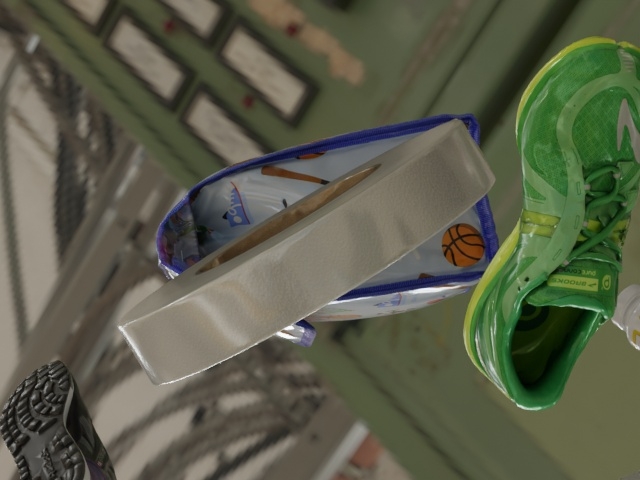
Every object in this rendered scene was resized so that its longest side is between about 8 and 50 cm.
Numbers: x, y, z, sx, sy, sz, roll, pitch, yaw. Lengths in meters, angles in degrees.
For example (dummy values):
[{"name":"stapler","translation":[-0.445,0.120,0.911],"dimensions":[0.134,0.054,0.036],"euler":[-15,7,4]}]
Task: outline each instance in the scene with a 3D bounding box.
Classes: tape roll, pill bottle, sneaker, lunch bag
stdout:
[{"name":"tape roll","translation":[-0.013,0.008,1.692],"dimensions":[0.072,0.392,0.392],"euler":[59,-158,-5]},{"name":"pill bottle","translation":[0.344,0.090,1.742],"dimensions":[0.065,0.065,0.116],"euler":[8,-159,-46]},{"name":"sneaker","translation":[-0.310,0.268,2.154],"dimensions":[0.124,0.107,0.283],"euler":[52,-171,-35]},{"name":"lunch bag","translation":[0.000,0.000,2.108],"dimensions":[0.386,0.238,0.328],"euler":[-9,174,-3]},{"name":"sneaker","translation":[0.188,-0.005,1.276],"dimensions":[0.109,0.295,0.123],"euler":[3,-151,-16]}]

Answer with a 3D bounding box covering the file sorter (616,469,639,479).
[{"name":"file sorter","translation":[0.351,0.387,1.765],"dimensions":[0.173,0.277,0.193],"euler":[25,-162,30]}]
